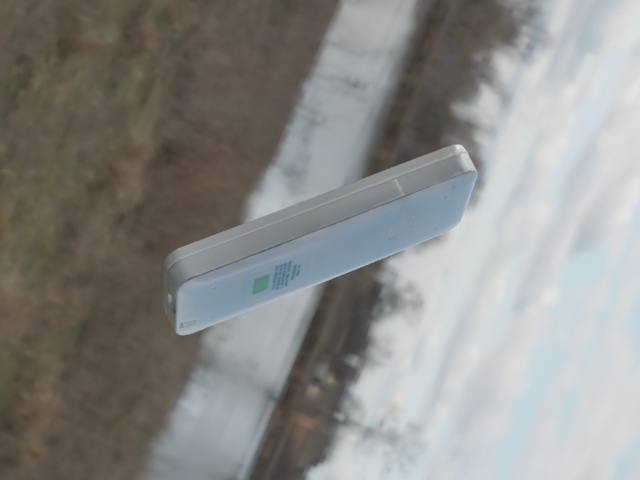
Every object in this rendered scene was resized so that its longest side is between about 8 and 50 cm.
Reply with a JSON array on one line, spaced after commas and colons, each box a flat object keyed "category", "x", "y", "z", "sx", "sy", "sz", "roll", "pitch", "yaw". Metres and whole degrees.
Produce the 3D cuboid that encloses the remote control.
[{"category": "remote control", "x": 0.000, "y": 0.000, "z": 1.210, "sx": 0.250, "sy": 0.034, "sz": 0.103, "roll": -22, "pitch": 157, "yaw": -15}]
